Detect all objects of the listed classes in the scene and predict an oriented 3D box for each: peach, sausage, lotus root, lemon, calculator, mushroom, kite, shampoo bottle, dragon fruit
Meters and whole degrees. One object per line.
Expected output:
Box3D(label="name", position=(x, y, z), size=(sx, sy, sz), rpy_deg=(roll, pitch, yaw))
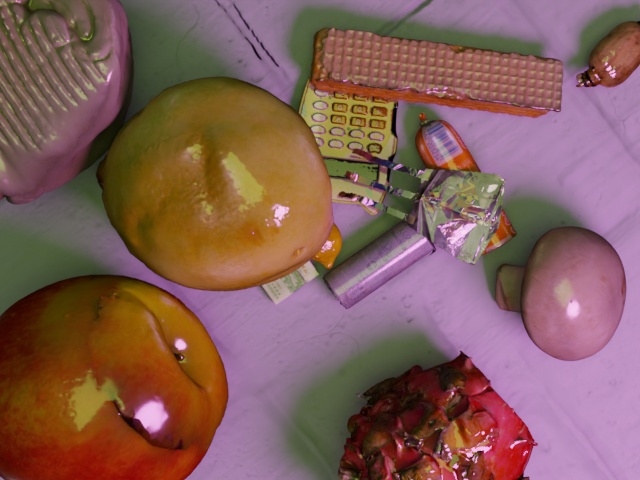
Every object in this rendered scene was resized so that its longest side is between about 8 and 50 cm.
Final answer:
Box3D(label="peach", position=(-0.143, -0.077, 1.845), size=(0.316, 0.281, 0.314), rpy_deg=(-23, 97, 9))
Box3D(label="sausage", position=(0.212, -0.092, 1.958), size=(0.071, 0.071, 0.234), rpy_deg=(-30, 94, 1))
Box3D(label="lotus root", position=(0.447, -0.279, 1.955), size=(0.152, 0.063, 0.072), rpy_deg=(-40, 120, -5))
Box3D(label="lemon", position=(0.000, 0.000, 1.963), size=(0.065, 0.065, 0.092), rpy_deg=(-23, 89, 0))
Box3D(label="calculator", position=(0.040, -0.161, 1.972), size=(0.157, 0.033, 0.236), rpy_deg=(7, 91, -1))
Box3D(label="mushroom", position=(0.352, 0.077, 1.931), size=(0.204, 0.204, 0.204), rpy_deg=(0, 93, -1))
Box3D(label="kite", position=(0.152, -0.062, 1.921), size=(0.245, 0.015, 0.141), rpy_deg=(19, 92, 0))
Box3D(label="shampoo bottle", position=(0.107, 0.022, 1.966), size=(0.214, 0.072, 0.072), rpy_deg=(-35, 93, 1))
Box3D(label="peach", position=(-0.327, 0.221, 1.847), size=(0.370, 0.370, 0.370), rpy_deg=(0, 93, -1))
Box3D(label="dragon fruit", position=(0.164, 0.328, 1.902), size=(0.291, 0.250, 0.269), rpy_deg=(-42, 112, -4))

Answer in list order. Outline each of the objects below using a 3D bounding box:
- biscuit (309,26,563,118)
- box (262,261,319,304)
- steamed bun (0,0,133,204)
Box3D(label="biscuit", position=(0.174, -0.253, 1.942), size=(0.379, 0.054, 0.094), rpy_deg=(6, 79, -4))
Box3D(label="box", position=(-0.050, 0.054, 1.986), size=(0.083, 0.024, 0.054), rpy_deg=(-36, 92, 1))
Box3D(label="steamed bun", position=(-0.417, -0.246, 1.848), size=(0.368, 0.255, 0.342), rpy_deg=(-33, 88, 19))
